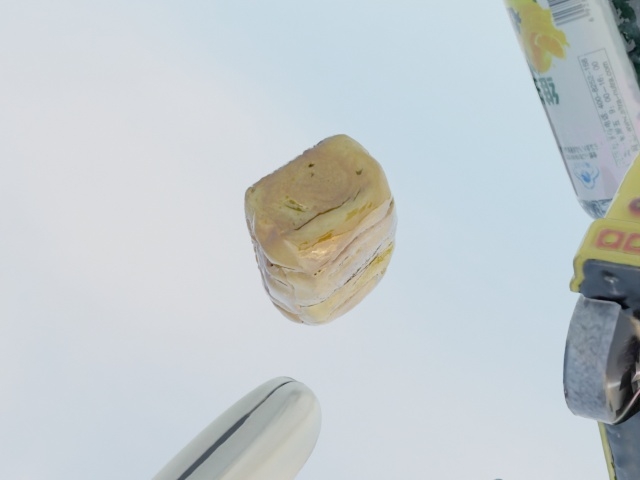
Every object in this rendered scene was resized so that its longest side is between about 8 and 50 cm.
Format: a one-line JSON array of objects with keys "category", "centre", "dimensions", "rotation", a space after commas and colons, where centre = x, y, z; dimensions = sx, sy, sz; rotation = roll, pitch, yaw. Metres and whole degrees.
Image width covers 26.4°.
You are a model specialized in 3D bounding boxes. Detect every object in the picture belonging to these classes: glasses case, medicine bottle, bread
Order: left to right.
[{"category": "glasses case", "centre": [-0.075, 0.173, 0.923], "dimensions": [0.051, 0.081, 0.204], "rotation": [30, -124, 32]}, {"category": "bread", "centre": [0.000, 0.000, 1.594], "dimensions": [0.132, 0.167, 0.294], "rotation": [42, 166, 16]}, {"category": "medicine bottle", "centre": [0.222, -0.109, 0.942], "dimensions": [0.293, 0.141, 0.141], "rotation": [67, -152, -10]}]

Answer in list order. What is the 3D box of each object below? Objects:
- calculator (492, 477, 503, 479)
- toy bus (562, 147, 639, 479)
[{"category": "calculator", "centre": [0.190, 0.339, 1.522], "dimensions": [0.094, 0.141, 0.019], "rotation": [-20, -165, -28]}, {"category": "toy bus", "centre": [0.211, 0.095, 0.601], "dimensions": [0.145, 0.331, 0.151], "rotation": [8, -130, 28]}]
